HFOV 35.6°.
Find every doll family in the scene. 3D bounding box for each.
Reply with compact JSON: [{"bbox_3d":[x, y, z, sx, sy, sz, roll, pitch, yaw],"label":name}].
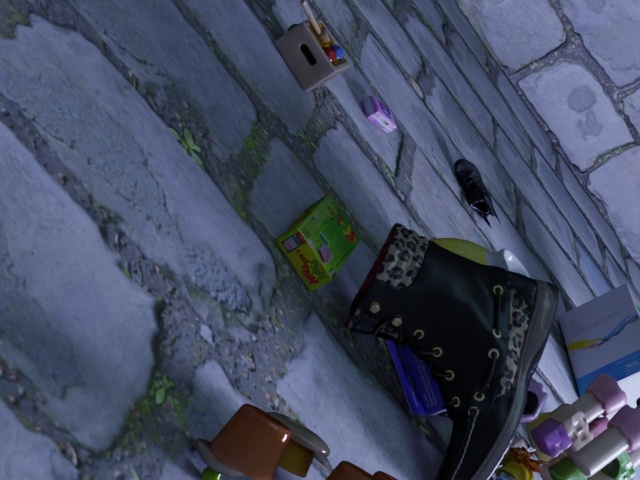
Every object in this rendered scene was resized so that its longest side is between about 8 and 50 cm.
[{"bbox_3d":[0.328,0.418,1.569,0.263,0.118,0.163,56,23,-5],"label":"doll family"}]

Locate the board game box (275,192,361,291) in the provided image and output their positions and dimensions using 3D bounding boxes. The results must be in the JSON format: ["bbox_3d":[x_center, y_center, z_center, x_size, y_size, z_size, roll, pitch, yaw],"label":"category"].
[{"bbox_3d":[0.000,0.000,1.517,0.092,0.043,0.181,56,24,-7],"label":"board game box"}]

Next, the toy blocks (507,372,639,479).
[{"bbox_3d":[0.496,0.343,1.671,0.288,0.260,0.309,62,-16,-18],"label":"toy blocks"}]

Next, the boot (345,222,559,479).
[{"bbox_3d":[0.170,0.175,1.489,0.284,0.377,0.138,27,-16,-4],"label":"boot"}]

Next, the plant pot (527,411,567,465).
[{"bbox_3d":[0.477,0.384,1.935,0.134,0.095,0.134,45,27,-30],"label":"plant pot"}]

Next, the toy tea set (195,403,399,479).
[{"bbox_3d":[0.002,0.294,1.094,0.336,0.124,0.200,33,-5,-13],"label":"toy tea set"}]

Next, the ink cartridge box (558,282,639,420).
[{"bbox_3d":[0.731,0.289,2.421,0.198,0.197,0.270,43,28,-33],"label":"ink cartridge box"}]

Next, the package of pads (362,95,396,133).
[{"bbox_3d":[0.123,-0.265,2.091,0.083,0.032,0.050,29,38,-49],"label":"package of pads"}]

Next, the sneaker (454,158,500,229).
[{"bbox_3d":[0.374,-0.113,2.381,0.170,0.051,0.089,55,19,-16],"label":"sneaker"}]

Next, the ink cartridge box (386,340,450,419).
[{"bbox_3d":[0.182,0.195,1.644,0.208,0.045,0.206,21,44,-53],"label":"ink cartridge box"}]

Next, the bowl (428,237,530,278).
[{"bbox_3d":[0.276,0.101,1.695,0.289,0.156,0.289,46,25,-28],"label":"bowl"}]

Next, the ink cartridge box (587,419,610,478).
[{"bbox_3d":[0.571,0.429,1.953,0.067,0.198,0.115,20,13,20],"label":"ink cartridge box"}]

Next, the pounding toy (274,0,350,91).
[{"bbox_3d":[-0.014,-0.366,1.857,0.141,0.100,0.130,57,23,-4],"label":"pounding toy"}]
